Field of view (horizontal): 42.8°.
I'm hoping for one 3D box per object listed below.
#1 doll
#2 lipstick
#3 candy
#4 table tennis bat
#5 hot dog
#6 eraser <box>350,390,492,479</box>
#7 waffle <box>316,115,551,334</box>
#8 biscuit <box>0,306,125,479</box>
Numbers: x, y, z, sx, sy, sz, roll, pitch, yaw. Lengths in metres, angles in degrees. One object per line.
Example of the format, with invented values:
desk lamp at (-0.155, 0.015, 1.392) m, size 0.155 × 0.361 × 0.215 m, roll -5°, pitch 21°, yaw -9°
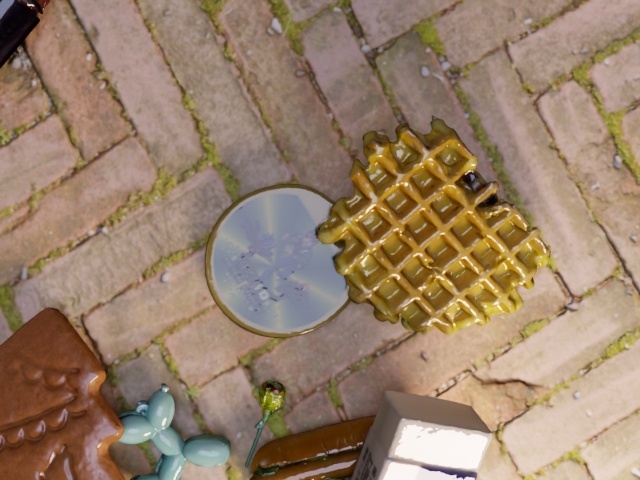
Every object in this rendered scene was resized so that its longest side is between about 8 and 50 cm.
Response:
doll at (-0.199, 0.269, 1.044) m, size 0.159 × 0.059 × 0.159 m, roll 21°, pitch 89°, yaw -1°
lipstick at (-0.362, -0.352, 1.057) m, size 0.077 × 0.077 × 0.418 m, roll 35°, pitch 86°, yaw 0°
candy at (-0.078, 0.240, 1.067) m, size 0.035 × 0.035 × 0.123 m, roll 19°, pitch 97°, yaw -12°
table tennis bat at (0.000, 0.000, 1.070) m, size 0.321 × 0.050 × 0.198 m, roll -29°, pitch 92°, yaw 1°
hot dog at (0.030, 0.285, 1.044) m, size 0.250 × 0.068 × 0.100 m, roll -14°, pitch 87°, yaw -2°
eraser at (0.098, 0.326, 0.991) m, size 0.124 × 0.081 × 0.279 m, roll 14°, pitch 105°, yaw -16°
waffle at (0.151, -0.012, 1.026) m, size 0.310 × 0.065 × 0.283 m, roll 2°, pitch 103°, yaw -12°
biscuit at (-0.359, 0.236, 1.022) m, size 0.284 × 0.043 × 0.306 m, roll 0°, pitch 81°, yaw 15°
